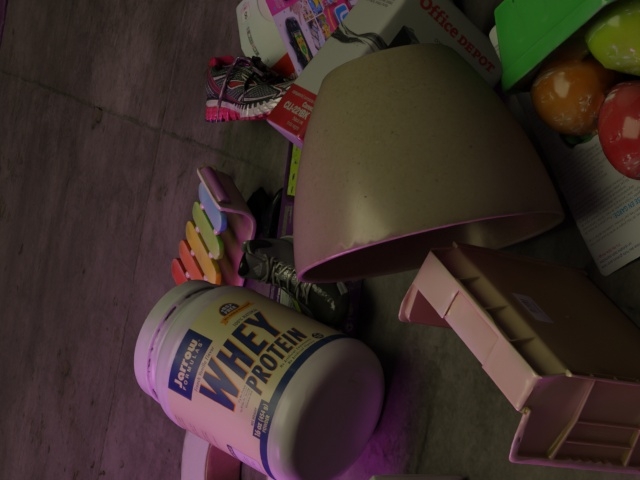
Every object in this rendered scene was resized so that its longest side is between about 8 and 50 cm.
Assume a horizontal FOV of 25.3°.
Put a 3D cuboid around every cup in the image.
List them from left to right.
[{"bbox_3d":[0.109,-0.100,1.736,0.331,0.331,0.237,-25,74,53],"label":"cup"}]

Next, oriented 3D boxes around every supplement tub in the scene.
[{"bbox_3d":[-0.094,0.205,2.115,0.324,0.235,0.235,23,105,34],"label":"supplement tub"}]

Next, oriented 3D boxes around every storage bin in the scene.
[{"bbox_3d":[0.259,0.134,1.647,0.123,0.260,0.262,-63,38,22],"label":"storage bin"}]

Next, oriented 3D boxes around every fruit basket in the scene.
[{"bbox_3d":[0.361,-0.175,1.669,0.353,0.165,0.327,63,147,10],"label":"fruit basket"}]

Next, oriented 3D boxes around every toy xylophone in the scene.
[{"bbox_3d":[-0.197,0.010,2.493,0.236,0.081,0.323,50,137,50],"label":"toy xylophone"}]

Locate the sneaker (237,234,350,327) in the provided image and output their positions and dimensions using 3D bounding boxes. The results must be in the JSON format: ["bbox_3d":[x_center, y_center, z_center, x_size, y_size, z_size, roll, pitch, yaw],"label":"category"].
[{"bbox_3d":[-0.058,0.062,2.176,0.228,0.132,0.086,43,120,51],"label":"sneaker"}]

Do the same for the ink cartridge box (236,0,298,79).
[{"bbox_3d":[-0.065,-0.341,2.409,0.189,0.066,0.232,-37,51,49],"label":"ink cartridge box"}]

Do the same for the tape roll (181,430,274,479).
[{"bbox_3d":[-0.111,0.386,2.343,0.392,0.072,0.392,-12,76,56],"label":"tape roll"}]

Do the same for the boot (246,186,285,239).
[{"bbox_3d":[-0.085,-0.057,2.402,0.099,0.045,0.121,52,129,49],"label":"boot"}]

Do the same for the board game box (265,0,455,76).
[{"bbox_3d":[0.051,-0.359,2.119,0.303,0.097,0.224,-18,98,55],"label":"board game box"}]

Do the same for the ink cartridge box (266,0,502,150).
[{"bbox_3d":[0.095,-0.202,1.913,0.273,0.197,0.114,-53,30,-2],"label":"ink cartridge box"}]

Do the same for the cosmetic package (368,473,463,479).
[{"bbox_3d":[0.132,0.521,1.869,0.217,0.156,0.385,-54,44,41],"label":"cosmetic package"}]

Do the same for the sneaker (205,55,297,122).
[{"bbox_3d":[-0.104,-0.255,2.365,0.299,0.120,0.112,5,102,51],"label":"sneaker"}]

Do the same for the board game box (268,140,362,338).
[{"bbox_3d":[0.000,0.000,2.260,0.208,0.056,0.347,13,96,61],"label":"board game box"}]
